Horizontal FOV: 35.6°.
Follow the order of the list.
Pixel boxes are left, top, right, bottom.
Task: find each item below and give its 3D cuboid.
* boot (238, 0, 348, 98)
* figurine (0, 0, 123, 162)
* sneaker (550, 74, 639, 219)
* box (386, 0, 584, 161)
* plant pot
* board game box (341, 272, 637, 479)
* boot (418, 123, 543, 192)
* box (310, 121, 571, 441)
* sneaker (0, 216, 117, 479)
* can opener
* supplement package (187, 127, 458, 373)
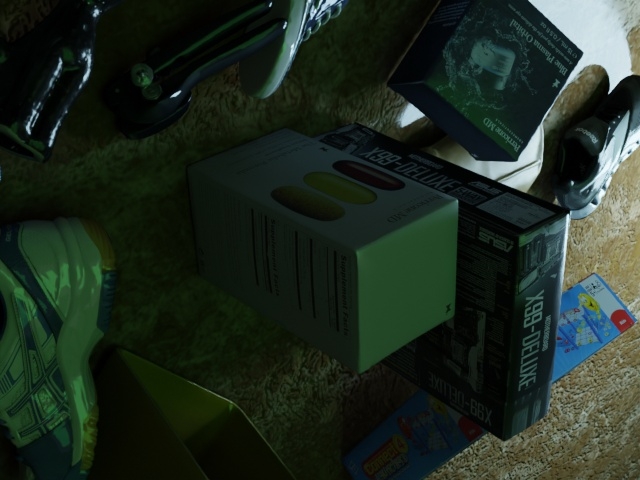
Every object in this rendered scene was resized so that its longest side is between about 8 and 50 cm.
[{"bbox_3d":[-0.013,-0.224,0.979,0.086,0.069,0.190,11,101,-43],"label":"boot"},{"bbox_3d":[-0.242,-0.202,0.756,0.215,0.092,0.209,43,70,-47],"label":"figurine"},{"bbox_3d":[0.406,-0.148,1.449,0.106,0.078,0.234,33,87,-52],"label":"sneaker"},{"bbox_3d":[0.190,-0.197,1.146,0.156,0.093,0.158,36,82,-22],"label":"box"},{"bbox_3d":[-0.155,0.268,1.004,0.187,0.212,0.212,-48,139,3],"label":"plant pot"},{"bbox_3d":[0.215,0.201,1.307,0.302,0.086,0.308,-25,162,-36],"label":"board game box"},{"bbox_3d":[0.178,-0.036,1.266,0.270,0.089,0.236,-24,126,-38],"label":"boot"},{"bbox_3d":[0.112,0.035,1.064,0.077,0.307,0.242,-24,125,-33],"label":"box"},{"bbox_3d":[-0.267,0.116,0.891,0.131,0.112,0.296,0,110,-27],"label":"sneaker"},{"bbox_3d":[-0.114,-0.165,0.909,0.186,0.059,0.073,-39,178,-9],"label":"can opener"},{"bbox_3d":[0.000,0.000,0.978,0.139,0.244,0.133,-27,128,-35],"label":"supplement package"}]
